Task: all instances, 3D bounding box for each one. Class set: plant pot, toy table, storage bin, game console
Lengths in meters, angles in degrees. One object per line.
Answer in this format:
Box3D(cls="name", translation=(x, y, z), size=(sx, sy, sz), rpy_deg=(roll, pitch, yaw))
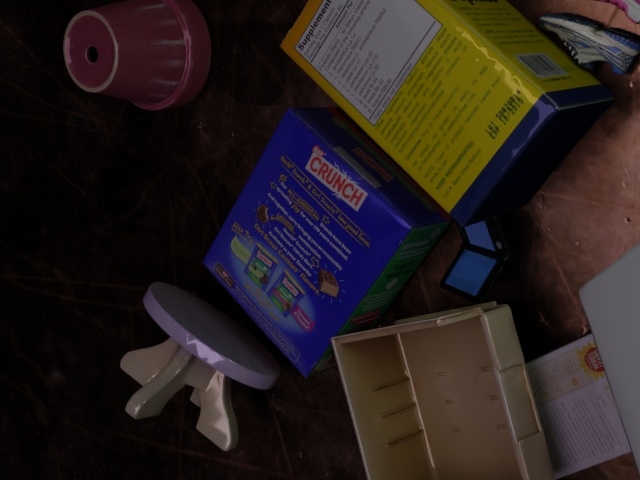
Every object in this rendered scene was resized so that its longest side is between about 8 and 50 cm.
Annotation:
Box3D(cls="plant pot", translation=(-0.310, -0.311, 1.574), size=(0.201, 0.180, 0.201), rpy_deg=(8, 105, 34))
Box3D(cls="toy table", translation=(-0.210, 0.210, 1.599), size=(0.274, 0.252, 0.161), rpy_deg=(37, 103, 35))
Box3D(cls="storage bin", translation=(0.165, 0.233, 1.306), size=(0.260, 0.123, 0.262), rpy_deg=(-19, 84, 55))
Box3D(cls="game console", translation=(0.198, 0.013, 1.300), size=(0.107, 0.071, 0.122), rpy_deg=(67, 164, -17))

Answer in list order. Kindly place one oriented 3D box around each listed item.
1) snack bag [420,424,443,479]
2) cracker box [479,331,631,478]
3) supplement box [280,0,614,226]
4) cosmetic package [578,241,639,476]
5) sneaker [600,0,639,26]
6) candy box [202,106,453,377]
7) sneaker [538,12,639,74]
Box3D(cls="snack bag", translation=(0.209, 0.451, 1.449), size=(0.342, 0.037, 0.323), rpy_deg=(23, 112, 34))
Box3D(cls="cracker box", translation=(0.346, 0.214, 1.273), size=(0.232, 0.067, 0.156), rpy_deg=(-33, 78, 36))
Box3D(cls="supplement box", translation=(0.159, -0.219, 1.236), size=(0.356, 0.195, 0.194), rpy_deg=(47, 123, 18))
Box3D(cls="cosmetic package", translation=(0.516, 0.136, 0.858), size=(0.327, 0.393, 0.329), rpy_deg=(-45, 35, 35))
Box3D(cls="sneaker", translation=(0.388, -0.307, 1.103), size=(0.252, 0.103, 0.111), rpy_deg=(34, 120, 25))
Box3D(cls="candy box", translation=(0.000, 0.000, 1.450), size=(0.268, 0.122, 0.317), rpy_deg=(46, 124, 21))
Box3D(cls="sneaker", translation=(0.328, -0.244, 1.196), size=(0.135, 0.052, 0.058), rpy_deg=(30, 120, 29))
